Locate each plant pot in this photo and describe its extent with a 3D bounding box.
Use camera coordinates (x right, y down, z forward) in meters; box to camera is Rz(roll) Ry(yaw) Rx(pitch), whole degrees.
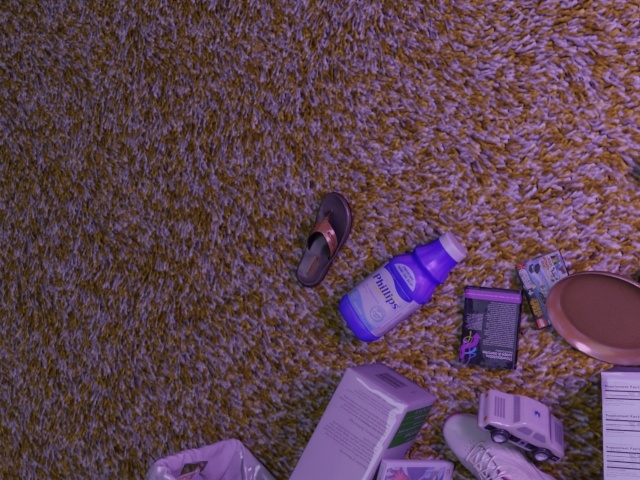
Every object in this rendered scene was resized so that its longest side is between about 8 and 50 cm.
[{"bbox_3d":[0.536,0.138,1.714,0.236,0.236,0.032,17,50,25],"label":"plant pot"}]

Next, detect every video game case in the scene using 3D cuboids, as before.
[{"bbox_3d":[0.174,0.524,1.835,0.023,0.201,0.183,17,93,49],"label":"video game case"}]

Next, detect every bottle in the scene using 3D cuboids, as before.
[{"bbox_3d":[0.172,0.092,1.923,0.283,0.092,0.118,-38,70,17],"label":"bottle"}]

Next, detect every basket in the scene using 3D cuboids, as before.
[{"bbox_3d":[-0.222,0.631,1.936,0.331,0.328,0.266,43,106,21],"label":"basket"}]

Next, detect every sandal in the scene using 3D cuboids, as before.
[{"bbox_3d":[0.000,0.000,2.027,0.090,0.060,0.219,30,99,23],"label":"sandal"}]

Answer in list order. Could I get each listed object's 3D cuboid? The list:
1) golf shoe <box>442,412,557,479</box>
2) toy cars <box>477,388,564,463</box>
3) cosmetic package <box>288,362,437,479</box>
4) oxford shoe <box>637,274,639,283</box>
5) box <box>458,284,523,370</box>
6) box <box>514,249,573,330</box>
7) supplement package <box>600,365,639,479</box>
[{"bbox_3d":[0.353,0.445,1.788,0.306,0.140,0.115,39,103,24],"label":"golf shoe"},{"bbox_3d":[0.452,0.419,1.716,0.394,0.176,0.087,54,135,18],"label":"toy cars"},{"bbox_3d":[0.066,0.444,1.889,0.155,0.197,0.365,29,100,24],"label":"cosmetic package"},{"bbox_3d":[0.708,0.116,1.676,0.271,0.097,0.098,24,72,13],"label":"oxford shoe"},{"bbox_3d":[0.344,0.175,1.873,0.116,0.029,0.162,5,87,26],"label":"box"},{"bbox_3d":[0.451,0.099,1.830,0.094,0.027,0.137,-22,77,21],"label":"box"},{"bbox_3d":[0.588,0.331,1.656,0.149,0.194,0.203,-2,85,24],"label":"supplement package"}]
